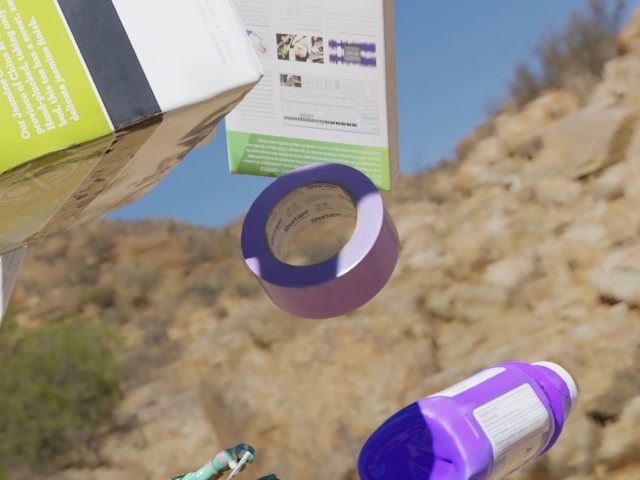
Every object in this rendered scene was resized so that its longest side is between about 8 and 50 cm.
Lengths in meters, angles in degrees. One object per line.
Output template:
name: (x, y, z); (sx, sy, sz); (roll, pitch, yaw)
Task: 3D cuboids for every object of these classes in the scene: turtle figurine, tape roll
turtle figurine: (-0.131, 0.320, 2.062); (0.118, 0.175, 0.234); (16, -6, 33)
tape roll: (0.000, 0.000, 2.186); (0.189, 0.189, 0.080); (-23, -39, 5)

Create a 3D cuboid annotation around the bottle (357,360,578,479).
bottle: (0.142, 0.165, 1.510); (0.118, 0.092, 0.283); (-39, -12, 28)

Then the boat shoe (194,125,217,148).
boat shoe: (-0.248, -0.213, 2.029); (0.108, 0.301, 0.102); (-48, 22, 45)

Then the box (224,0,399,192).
box: (-0.017, -0.221, 2.246); (0.232, 0.322, 0.058); (8, 34, 16)

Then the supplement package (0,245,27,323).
supplement package: (-0.467, 0.014, 2.187); (0.145, 0.204, 0.262); (19, -3, -18)

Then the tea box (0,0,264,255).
tea box: (-0.265, -0.109, 1.226); (0.323, 0.220, 0.329); (-22, -5, -23)
